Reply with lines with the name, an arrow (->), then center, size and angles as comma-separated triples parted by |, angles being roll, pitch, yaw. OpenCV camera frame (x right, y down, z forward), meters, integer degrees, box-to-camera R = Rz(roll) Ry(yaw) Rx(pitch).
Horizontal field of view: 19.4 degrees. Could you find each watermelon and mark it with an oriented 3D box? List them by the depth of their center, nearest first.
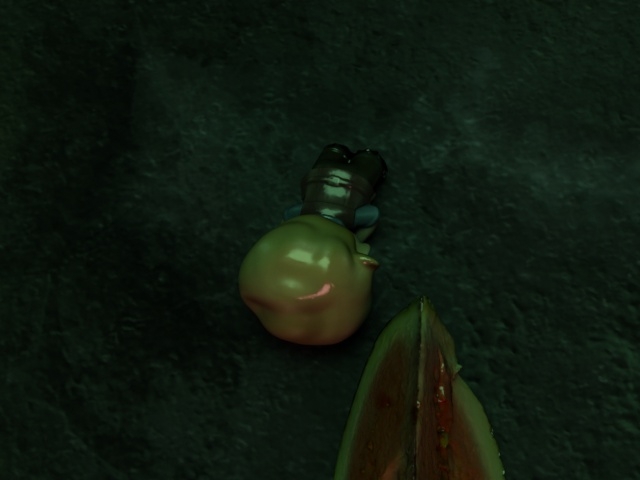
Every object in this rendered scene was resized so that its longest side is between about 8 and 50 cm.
watermelon -> 0.093, 0.214, 1.416 | 0.128, 0.159, 0.303 | 13, 55, -18

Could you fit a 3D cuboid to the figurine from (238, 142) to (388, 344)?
figurine -> 0.000, 0.000, 1.580 | 0.114, 0.108, 0.196 | 14, 44, 5
